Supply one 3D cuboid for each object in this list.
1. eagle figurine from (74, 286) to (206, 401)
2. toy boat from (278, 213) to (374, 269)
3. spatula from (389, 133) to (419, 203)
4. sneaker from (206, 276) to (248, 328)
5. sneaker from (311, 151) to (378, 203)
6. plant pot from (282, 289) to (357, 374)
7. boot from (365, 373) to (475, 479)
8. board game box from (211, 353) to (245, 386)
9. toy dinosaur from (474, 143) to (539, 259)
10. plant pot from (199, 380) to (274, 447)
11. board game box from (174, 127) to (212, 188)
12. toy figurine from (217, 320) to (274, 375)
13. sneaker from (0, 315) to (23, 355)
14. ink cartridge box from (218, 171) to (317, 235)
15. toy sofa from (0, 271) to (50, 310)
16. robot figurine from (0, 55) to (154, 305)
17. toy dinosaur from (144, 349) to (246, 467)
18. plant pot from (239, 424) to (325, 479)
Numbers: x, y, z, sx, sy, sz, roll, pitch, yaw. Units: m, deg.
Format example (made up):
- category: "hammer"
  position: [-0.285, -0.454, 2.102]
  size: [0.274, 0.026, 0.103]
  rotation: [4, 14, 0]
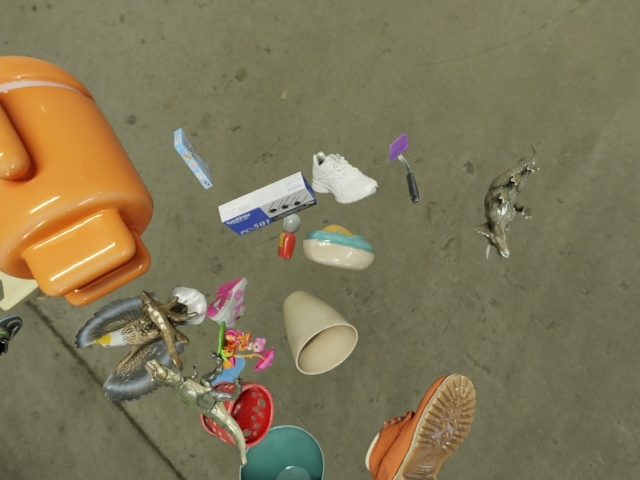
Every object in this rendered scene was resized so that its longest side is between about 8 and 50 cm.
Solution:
- category: "eagle figurine"
  position: [-0.429, 0.225, 1.128]
  size: [0.225, 0.226, 0.298]
  rotation: [27, 137, -26]
- category: "toy boat"
  position: [0.000, 0.000, 1.493]
  size: [0.318, 0.267, 0.148]
  rotation: [9, 87, 32]
- category: "spatula"
  position: [0.275, -0.233, 1.542]
  size: [0.084, 0.030, 0.296]
  rotation: [-41, 45, 36]
- category: "sneaker"
  position: [-0.331, 0.233, 1.781]
  size: [0.103, 0.252, 0.111]
  rotation: [-15, 117, 27]
- category: "sneaker"
  position: [0.061, -0.200, 1.505]
  size: [0.297, 0.111, 0.129]
  rotation: [23, 133, 47]
- category: "plant pot"
  position: [-0.034, 0.328, 1.861]
  size: [0.256, 0.256, 0.274]
  rotation: [-57, 43, 17]
- category: "boot"
  position: [0.097, 0.197, 0.499]
  size: [0.059, 0.084, 0.158]
  rotation: [25, 95, -24]
- category: "board game box"
  position: [-0.355, 0.525, 1.882]
  size: [0.133, 0.168, 0.033]
  rotation: [8, 144, 48]
- category: "toy dinosaur"
  position: [0.476, -0.118, 1.247]
  size: [0.121, 0.160, 0.313]
  rotation: [18, 76, -12]
- category: "plant pot"
  position: [-0.271, 0.542, 1.519]
  size: [0.174, 0.191, 0.191]
  rotation: [-10, 94, 40]
- category: "board game box"
  position: [-0.506, -0.326, 1.916]
  size: [0.039, 0.160, 0.211]
  rotation: [-30, 126, 3]
- category: "toy figurine"
  position: [-0.217, 0.324, 1.434]
  size: [0.159, 0.130, 0.173]
  rotation: [4, 111, -1]
- category: "sneaker"
  position: [-0.871, 0.278, 1.305]
  size: [0.078, 0.188, 0.067]
  rotation: [0, 118, 7]
- category: "ink cartridge box"
  position: [-0.120, -0.081, 1.113]
  size: [0.207, 0.097, 0.046]
  rotation: [-22, 66, 9]
- category: "toy sofa"
  position: [-0.486, -0.087, 0.716]
  size: [0.150, 0.177, 0.362]
  rotation: [-39, 97, 0]
- category: "robot figurine"
  position: [-0.225, -0.055, 0.396]
  size: [0.128, 0.158, 0.219]
  rotation: [-39, 77, 26]
- category: "toy dinosaur"
  position: [-0.209, 0.291, 0.919]
  size: [0.268, 0.064, 0.118]
  rotation: [36, 90, 14]
- category: "plant pot"
  position: [-0.114, 0.826, 1.675]
  size: [0.290, 0.290, 0.195]
  rotation: [7, 139, 19]
